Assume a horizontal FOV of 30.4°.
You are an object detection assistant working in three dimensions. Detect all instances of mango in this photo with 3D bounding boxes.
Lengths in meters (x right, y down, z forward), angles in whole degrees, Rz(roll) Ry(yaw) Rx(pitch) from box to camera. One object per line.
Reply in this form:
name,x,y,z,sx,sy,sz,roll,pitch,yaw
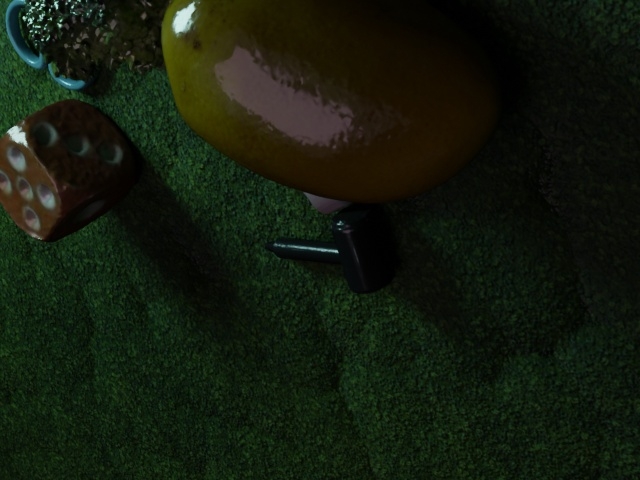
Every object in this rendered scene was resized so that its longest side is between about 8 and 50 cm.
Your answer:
mango,0.009,-0.206,1.456,0.445,0.232,0.300,21,100,16

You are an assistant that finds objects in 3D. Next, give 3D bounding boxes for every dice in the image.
dice,-0.425,-0.118,1.940,0.179,0.174,0.175,52,139,7

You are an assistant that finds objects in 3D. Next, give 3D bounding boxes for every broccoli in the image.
broccoli,-0.277,-0.339,1.614,0.288,0.235,0.260,-4,116,37

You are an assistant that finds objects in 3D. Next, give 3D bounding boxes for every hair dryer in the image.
hair dryer,0.001,0.001,1.745,0.248,0.070,0.114,8,124,47

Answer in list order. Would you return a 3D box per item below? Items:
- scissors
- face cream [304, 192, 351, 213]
scissors,-0.401,-0.434,1.806,0.192,0.029,0.447,34,135,18
face cream,0.049,-0.103,1.624,0.198,0.057,0.084,-30,95,46
